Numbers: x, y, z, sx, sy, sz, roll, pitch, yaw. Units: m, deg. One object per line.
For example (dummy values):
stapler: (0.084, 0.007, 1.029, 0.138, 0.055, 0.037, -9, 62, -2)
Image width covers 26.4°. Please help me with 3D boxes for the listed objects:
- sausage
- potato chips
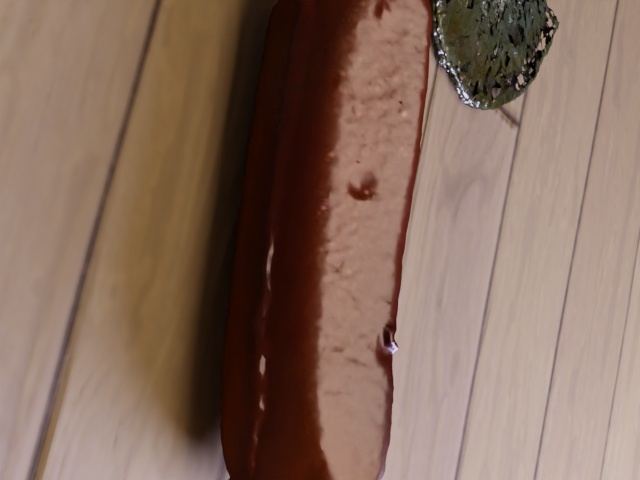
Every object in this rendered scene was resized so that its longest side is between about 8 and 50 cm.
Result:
sausage: (0.000, 0.000, 0.747, 0.102, 0.102, 0.330, 17, 76, -56)
potato chips: (0.129, -0.207, 0.996, 0.202, 0.029, 0.219, -30, 118, -50)
